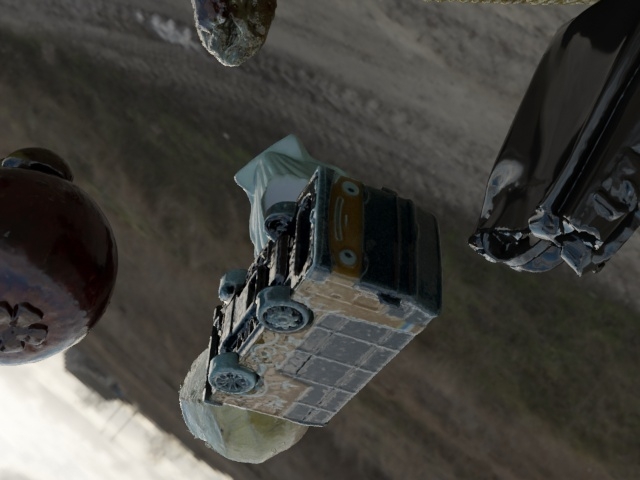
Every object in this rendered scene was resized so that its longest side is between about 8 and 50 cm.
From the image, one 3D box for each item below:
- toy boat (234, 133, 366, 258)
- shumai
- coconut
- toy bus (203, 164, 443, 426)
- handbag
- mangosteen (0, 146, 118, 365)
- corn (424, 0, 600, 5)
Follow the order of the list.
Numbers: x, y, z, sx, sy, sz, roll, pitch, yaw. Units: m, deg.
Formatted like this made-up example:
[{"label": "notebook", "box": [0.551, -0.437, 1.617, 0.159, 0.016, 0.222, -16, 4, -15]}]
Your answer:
[{"label": "toy boat", "box": [0.000, 0.000, 1.248, 0.290, 0.199, 0.100, 54, -179, 8]}, {"label": "shumai", "box": [-0.121, -0.284, 1.133, 0.105, 0.123, 0.139, 28, -145, -33]}, {"label": "coconut", "box": [-0.090, 0.213, 1.352, 0.194, 0.194, 0.194, 39, 167, 11]}, {"label": "toy bus", "box": [-0.002, 0.067, 0.967, 0.167, 0.138, 0.275, 18, 138, -17]}, {"label": "handbag", "box": [0.222, -0.089, 0.737, 0.113, 0.257, 0.285, 35, 174, -6]}, {"label": "mangosteen", "box": [-0.318, 0.003, 1.002, 0.215, 0.215, 0.257, 53, -164, -40]}, {"label": "corn", "box": [0.192, -0.287, 0.898, 0.387, 0.144, 0.144, 2, 174, -13]}]
